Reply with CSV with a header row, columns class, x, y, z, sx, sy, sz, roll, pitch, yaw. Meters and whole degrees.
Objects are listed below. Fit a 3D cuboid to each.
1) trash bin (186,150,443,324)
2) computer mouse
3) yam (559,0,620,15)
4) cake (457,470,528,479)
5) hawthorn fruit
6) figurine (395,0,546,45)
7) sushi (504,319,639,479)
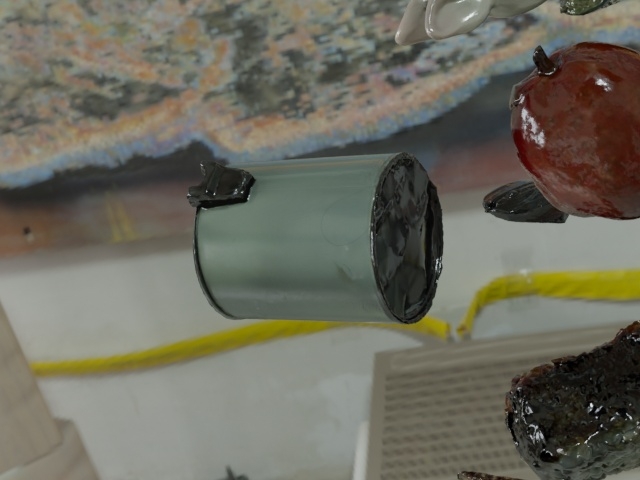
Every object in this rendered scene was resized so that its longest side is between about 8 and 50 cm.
class,x,y,z,sx,sy,sz,roll,pitch,yaw
trash bin,0.000,0.000,1.418,0.263,0.277,0.217,-1,55,30
computer mouse,0.331,-0.065,1.723,0.172,0.057,0.099,-4,26,-34
yam,0.335,-0.316,1.201,0.106,0.106,0.259,10,24,37
cake,0.304,0.340,1.345,0.135,0.112,0.246,-36,40,-21
hawthorn fruit,0.278,-0.122,1.103,0.185,0.202,0.185,-42,20,19
figurine,0.153,-0.241,0.820,0.236,0.155,0.127,-23,27,-23
sushi,0.415,0.202,1.436,0.343,0.196,0.182,-23,69,4
